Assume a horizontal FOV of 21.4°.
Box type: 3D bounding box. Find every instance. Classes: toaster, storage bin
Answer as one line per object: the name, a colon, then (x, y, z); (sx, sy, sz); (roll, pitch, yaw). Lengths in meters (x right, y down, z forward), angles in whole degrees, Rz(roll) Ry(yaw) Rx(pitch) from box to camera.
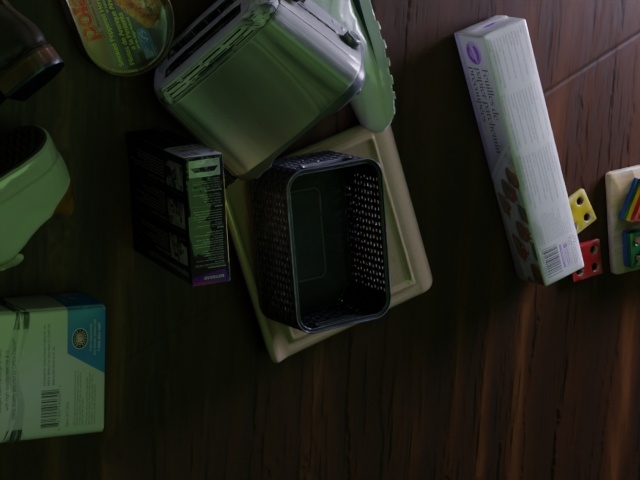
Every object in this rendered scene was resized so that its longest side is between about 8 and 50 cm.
toaster: (-0.073, -0.171, 1.772); (0.227, 0.129, 0.146); (-38, 116, 22)
storage bin: (0.000, 0.000, 1.843); (0.122, 0.084, 0.180); (-12, 104, -29)

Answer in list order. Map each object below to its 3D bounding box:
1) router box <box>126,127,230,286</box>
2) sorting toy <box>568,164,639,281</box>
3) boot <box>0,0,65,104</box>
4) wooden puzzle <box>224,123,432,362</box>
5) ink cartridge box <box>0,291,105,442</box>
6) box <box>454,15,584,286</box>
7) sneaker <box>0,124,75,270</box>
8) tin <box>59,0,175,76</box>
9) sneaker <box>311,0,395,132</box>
router box: (-0.149, -0.038, 1.749); (0.046, 0.179, 0.133); (-8, 106, -24)
sorting toy: (0.420, -0.029, 2.130); (0.275, 0.046, 0.132); (-12, 106, -25)
boot: (-0.370, -0.155, 1.669); (0.219, 0.082, 0.106); (-34, 87, -1)
wooden puzzle: (0.007, -0.004, 1.922); (0.239, 0.044, 0.220); (-26, 112, -26)
ink cartridge box: (-0.324, 0.132, 1.749); (0.191, 0.082, 0.139); (-3, 102, -26)
box: (0.238, -0.104, 2.006); (0.067, 0.063, 0.324); (-26, 112, -22)
sneaker: (-0.371, 0.011, 1.686); (0.290, 0.106, 0.123); (-31, 132, -9)
tin: (-0.220, -0.262, 1.745); (0.106, 0.040, 0.189); (-28, 112, -24)
sneaker: (0.014, -0.223, 1.859); (0.095, 0.090, 0.235); (-23, 105, -12)
